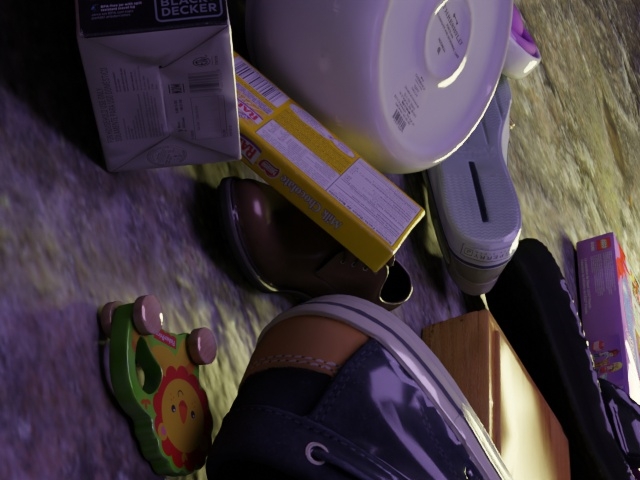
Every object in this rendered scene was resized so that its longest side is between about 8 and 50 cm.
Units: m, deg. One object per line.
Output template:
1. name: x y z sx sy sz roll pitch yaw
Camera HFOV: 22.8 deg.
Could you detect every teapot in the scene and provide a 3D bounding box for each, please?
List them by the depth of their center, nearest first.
1. teapot: 0.028 -0.179 1.280 0.252 0.187 0.256 -23 122 -50

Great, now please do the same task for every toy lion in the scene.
1. toy lion: -0.096 0.092 0.960 0.100 0.034 0.096 39 46 -54

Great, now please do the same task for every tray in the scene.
1. tray: 0.157 0.278 1.359 0.203 0.076 0.411 55 28 -36

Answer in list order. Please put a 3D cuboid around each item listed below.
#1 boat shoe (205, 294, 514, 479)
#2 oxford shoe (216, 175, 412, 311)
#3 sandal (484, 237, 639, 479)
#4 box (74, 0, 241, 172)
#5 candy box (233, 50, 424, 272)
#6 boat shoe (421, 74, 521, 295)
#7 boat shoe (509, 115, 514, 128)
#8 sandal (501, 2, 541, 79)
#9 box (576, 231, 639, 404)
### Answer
1. boat shoe: 0.101 0.267 1.026 0.500 0.187 0.156 53 46 -11
2. oxford shoe: 0.000 0.000 1.172 0.227 0.096 0.083 32 46 -56
3. sandal: 0.292 0.205 1.600 0.167 0.107 0.446 154 -82 -72
4. box: -0.109 -0.209 0.999 0.169 0.087 0.290 92 -8 -66
5. candy box: -0.020 -0.065 1.137 0.206 0.027 0.105 40 26 2
6. boat shoe: 0.137 -0.081 1.591 0.094 0.109 0.302 104 -12 -49
7. boat shoe: 0.195 -0.187 1.849 0.056 0.048 0.153 46 33 -48
8. sandal: 0.139 -0.349 1.657 0.169 0.102 0.416 17 42 -61
9. box: 0.399 0.161 2.053 0.201 0.057 0.293 55 27 -38
